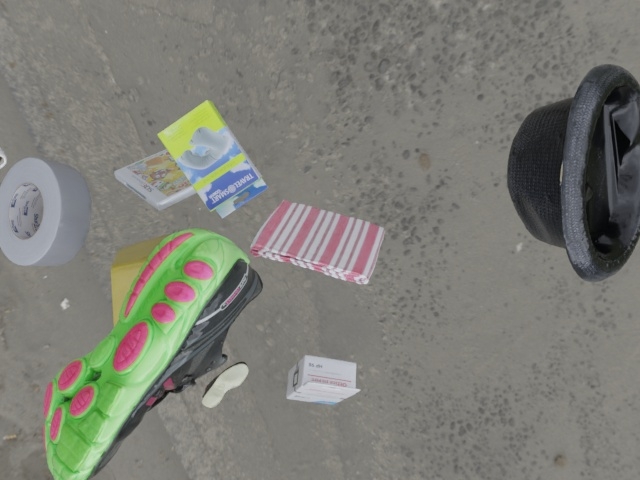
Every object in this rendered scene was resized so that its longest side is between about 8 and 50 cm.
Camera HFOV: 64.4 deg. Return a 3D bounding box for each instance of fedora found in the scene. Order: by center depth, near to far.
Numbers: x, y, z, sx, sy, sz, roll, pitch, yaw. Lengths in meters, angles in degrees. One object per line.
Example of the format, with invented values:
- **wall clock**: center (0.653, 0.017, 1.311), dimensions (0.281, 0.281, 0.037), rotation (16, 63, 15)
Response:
- **fedora**: center (0.409, -0.106, 0.826), dimensions (0.334, 0.152, 0.334), rotation (-7, 101, -37)

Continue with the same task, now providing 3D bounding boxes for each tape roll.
- **tape roll**: center (-0.573, -0.057, 1.046), dimensions (0.219, 0.072, 0.219), rotation (-2, 87, 28)

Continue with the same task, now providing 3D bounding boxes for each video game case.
- **video game case**: center (-0.340, -0.166, 1.212), dimensions (0.227, 0.206, 0.026), rotation (-33, 137, -32)

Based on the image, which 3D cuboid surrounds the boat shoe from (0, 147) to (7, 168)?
- **boat shoe**: center (-0.665, -0.105, 0.835), dimensions (0.096, 0.098, 0.277), rotation (33, 51, 24)

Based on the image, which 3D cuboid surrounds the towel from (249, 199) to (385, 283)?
- **towel**: center (0.000, 0.000, 0.833), dimensions (0.197, 0.144, 0.029), rotation (16, 130, 10)

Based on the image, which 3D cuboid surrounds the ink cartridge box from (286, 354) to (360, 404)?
- **ink cartridge box**: center (0.004, 0.268, 0.978), dimensions (0.104, 0.180, 0.060), rotation (12, 62, -12)

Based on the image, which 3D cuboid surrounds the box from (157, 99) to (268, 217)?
- **box**: center (-0.184, -0.136, 0.879), dimensions (0.109, 0.042, 0.178), rotation (-33, 99, 7)

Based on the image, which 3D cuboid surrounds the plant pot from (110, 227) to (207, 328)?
- **plant pot**: center (-0.322, 0.101, 1.045), dimensions (0.187, 0.212, 0.212), rotation (-2, 105, -15)

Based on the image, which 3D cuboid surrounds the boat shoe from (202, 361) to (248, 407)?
- **boat shoe**: center (-0.204, 0.301, 1.089), dimensions (0.049, 0.042, 0.133), rotation (39, 106, -19)

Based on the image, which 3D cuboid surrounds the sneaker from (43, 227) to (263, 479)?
- **sneaker**: center (-0.261, 0.207, 0.802), dimensions (0.483, 0.185, 0.202), rotation (-48, 140, 9)
